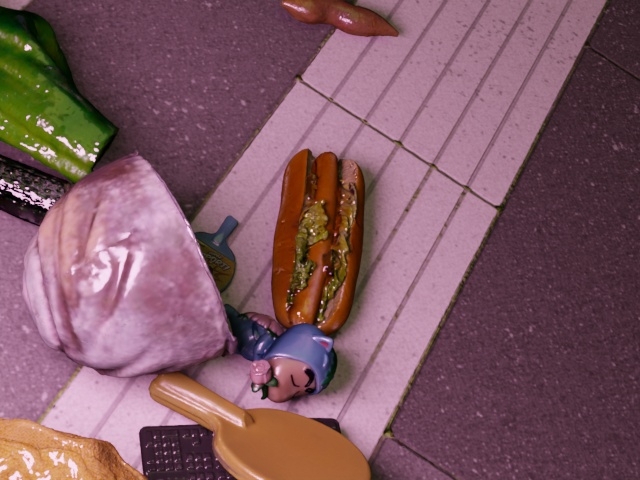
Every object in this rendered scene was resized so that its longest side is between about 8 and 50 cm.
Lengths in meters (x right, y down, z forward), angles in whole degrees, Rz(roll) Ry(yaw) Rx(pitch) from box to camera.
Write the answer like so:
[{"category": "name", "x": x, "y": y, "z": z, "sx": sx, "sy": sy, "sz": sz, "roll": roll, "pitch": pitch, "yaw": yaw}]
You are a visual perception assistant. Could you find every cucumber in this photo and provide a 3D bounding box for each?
[{"category": "cucumber", "x": -0.441, "y": -0.080, "z": 1.844, "sx": 0.241, "sy": 0.074, "sz": 0.074, "roll": 23, "pitch": 50, "yaw": -6}]

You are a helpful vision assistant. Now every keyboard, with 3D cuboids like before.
[{"category": "keyboard", "x": -0.049, "y": 0.284, "z": 1.789, "sx": 0.381, "sy": 0.041, "sz": 0.103, "roll": 3, "pitch": 56, "yaw": -23}]

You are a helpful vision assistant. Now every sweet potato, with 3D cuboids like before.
[{"category": "sweet potato", "x": 0.034, "y": -0.385, "z": 2.301, "sx": 0.218, "sy": 0.051, "sz": 0.065, "roll": 10, "pitch": 50, "yaw": -20}]

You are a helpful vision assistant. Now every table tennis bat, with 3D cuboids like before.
[{"category": "table tennis bat", "x": -0.162, "y": 0.021, "z": 1.939, "sx": 0.100, "sy": 0.019, "sz": 0.155, "roll": 34, "pitch": 51, "yaw": 1}, {"category": "table tennis bat", "x": -0.082, "y": 0.248, "z": 1.729, "sx": 0.321, "sy": 0.050, "sz": 0.198, "roll": 25, "pitch": 23, "yaw": 19}]

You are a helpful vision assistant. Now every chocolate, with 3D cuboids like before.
[{"category": "chocolate", "x": -0.264, "y": 0.060, "z": 1.711, "sx": 0.213, "sy": 0.303, "sz": 0.303, "roll": -25, "pitch": 69, "yaw": -15}]

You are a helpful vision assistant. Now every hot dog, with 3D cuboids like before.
[{"category": "hot dog", "x": 0.000, "y": 0.000, "z": 1.977, "sx": 0.135, "sy": 0.100, "sz": 0.337, "roll": 19, "pitch": 51, "yaw": -14}]

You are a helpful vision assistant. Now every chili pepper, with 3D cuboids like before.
[{"category": "chili pepper", "x": -0.421, "y": -0.226, "z": 1.868, "sx": 0.385, "sy": 0.167, "sz": 0.213, "roll": 38, "pitch": 28, "yaw": 13}]

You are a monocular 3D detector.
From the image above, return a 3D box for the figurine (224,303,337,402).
[{"category": "figurine", "x": -0.071, "y": 0.162, "z": 1.822, "sx": 0.178, "sy": 0.114, "sz": 0.144, "roll": 24, "pitch": 43, "yaw": 15}]

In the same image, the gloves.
[{"category": "gloves", "x": -0.293, "y": 0.321, "z": 1.546, "sx": 0.356, "sy": 0.155, "sz": 0.203, "roll": 29, "pitch": 70, "yaw": -31}]
